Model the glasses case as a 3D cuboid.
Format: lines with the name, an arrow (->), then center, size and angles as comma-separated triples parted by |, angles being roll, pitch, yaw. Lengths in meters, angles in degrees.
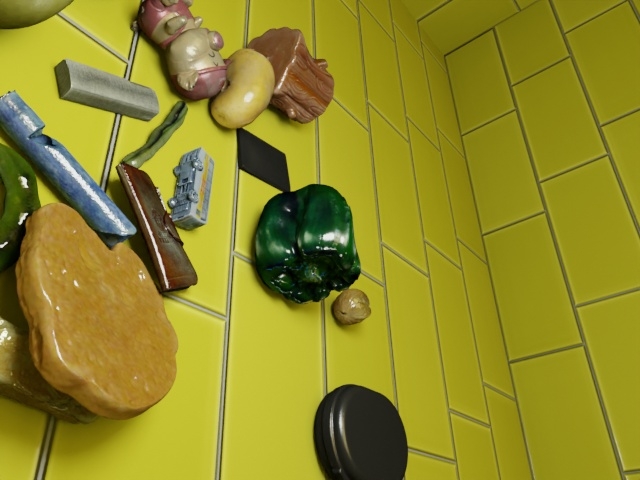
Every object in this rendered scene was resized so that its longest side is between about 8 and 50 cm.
glasses case -> -0.423, -0.300, 1.132 | 0.204, 0.047, 0.071 | 5, 65, -55

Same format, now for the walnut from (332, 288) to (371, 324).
walnut -> 0.088, 0.180, 1.528 | 0.124, 0.105, 0.105 | -7, 75, -58

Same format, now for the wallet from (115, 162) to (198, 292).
wallet -> -0.313, -0.024, 1.085 | 0.256, 0.031, 0.137 | 67, 11, 5

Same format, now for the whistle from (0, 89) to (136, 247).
whistle -> -0.440, -0.116, 0.972 | 0.304, 0.062, 0.062 | 54, 34, -19

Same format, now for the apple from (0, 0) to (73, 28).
apple -> -0.510, -0.481, 0.921 | 0.233, 0.257, 0.295 | 35, 46, -42

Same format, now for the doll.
doll -> -0.307, -0.458, 1.314 | 0.196, 0.152, 0.256 | -43, 111, -44

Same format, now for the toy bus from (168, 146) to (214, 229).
toy bus -> -0.276, -0.112, 1.217 | 0.075, 0.064, 0.191 | 46, 35, -50

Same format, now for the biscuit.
biscuit -> -0.342, 0.111, 0.886 | 0.352, 0.057, 0.312 | 64, 10, 20

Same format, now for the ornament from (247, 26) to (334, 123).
ornament -> -0.082, -0.466, 1.607 | 0.217, 0.221, 0.235 | 28, 26, -51

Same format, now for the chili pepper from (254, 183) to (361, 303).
chili pepper -> -0.029, 0.002, 1.356 | 0.233, 0.248, 0.257 | 62, 21, -55

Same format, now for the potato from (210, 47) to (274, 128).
potato -> -0.191, -0.381, 1.417 | 0.145, 0.150, 0.234 | 16, 60, -18

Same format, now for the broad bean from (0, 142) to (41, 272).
broad bean -> -0.499, -0.040, 0.851 | 0.144, 0.049, 0.292 | 20, 51, -42

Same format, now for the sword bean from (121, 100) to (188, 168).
sword bean -> -0.347, -0.225, 1.206 | 0.043, 0.038, 0.269 | 40, 38, -16

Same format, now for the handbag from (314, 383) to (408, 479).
handbag -> 0.101, 0.483, 1.354 | 0.308, 0.093, 0.254 | 34, 45, -42

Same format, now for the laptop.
laptop -> -0.153, -0.215, 1.513 | 0.197, 0.016, 0.135 | 26, 48, -48

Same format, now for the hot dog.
hot dog -> -0.413, 0.187, 0.798 | 0.242, 0.073, 0.084 | 43, 42, -37
